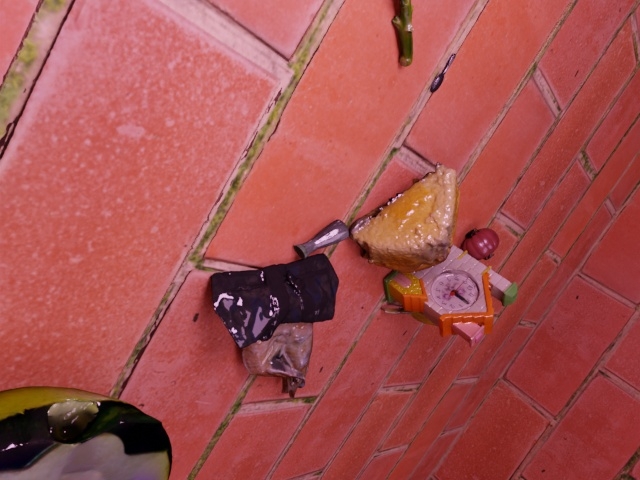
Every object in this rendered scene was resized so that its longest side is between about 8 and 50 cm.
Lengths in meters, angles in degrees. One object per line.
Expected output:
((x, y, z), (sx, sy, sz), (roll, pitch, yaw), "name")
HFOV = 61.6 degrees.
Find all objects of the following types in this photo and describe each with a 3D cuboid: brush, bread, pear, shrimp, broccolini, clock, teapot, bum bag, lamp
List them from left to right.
((-0.424, 0.336, 0.733), (0.399, 0.165, 0.399), (-30, 140, -29), "pear")
((-0.088, 0.241, 1.128), (0.168, 0.077, 0.317), (-22, 131, -26), "shrimp")
((-0.069, 0.105, 0.991), (0.310, 0.074, 0.137), (-10, 88, -43), "bum bag")
((0.000, 0.000, 1.034), (0.111, 0.043, 0.043), (-29, 140, -24), "teapot")
((0.138, -0.363, 0.845), (0.067, 0.058, 0.216), (-42, 145, -19), "broccolini")
((0.209, -0.022, 1.154), (0.262, 0.162, 0.204), (-37, 157, 3), "bread")
((0.238, -0.324, 1.040), (0.024, 0.008, 0.083), (17, 108, -50), "brush")
((0.326, 0.125, 1.332), (0.220, 0.255, 0.106), (-40, 144, -18), "clock")
((0.452, 0.011, 1.519), (0.107, 0.092, 0.107), (-36, 177, -2), "lamp")

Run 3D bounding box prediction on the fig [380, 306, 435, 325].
((0.280, 0.170, 1.450), (0.257, 0.159, 0.159), (-6, 128, -21), "fig")
